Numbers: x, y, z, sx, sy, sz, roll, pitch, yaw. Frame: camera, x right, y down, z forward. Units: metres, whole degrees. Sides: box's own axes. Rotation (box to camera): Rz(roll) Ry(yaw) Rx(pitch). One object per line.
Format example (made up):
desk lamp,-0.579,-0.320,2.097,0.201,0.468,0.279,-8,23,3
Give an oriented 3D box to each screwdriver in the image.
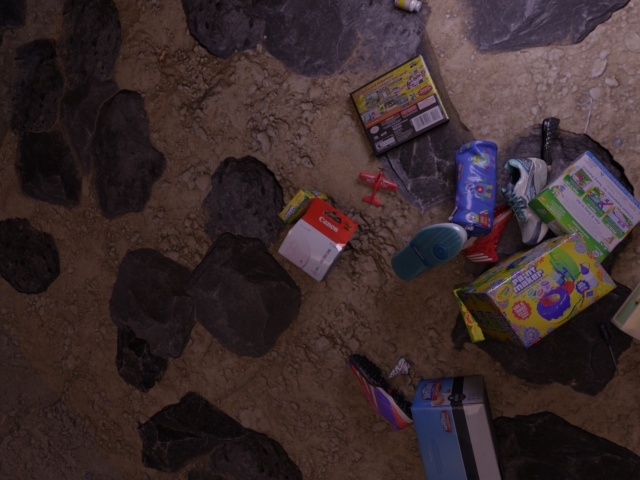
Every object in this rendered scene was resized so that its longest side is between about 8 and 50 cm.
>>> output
screwdriver,0.902,0.337,1.286,0.025,0.024,0.169,-25,92,-8

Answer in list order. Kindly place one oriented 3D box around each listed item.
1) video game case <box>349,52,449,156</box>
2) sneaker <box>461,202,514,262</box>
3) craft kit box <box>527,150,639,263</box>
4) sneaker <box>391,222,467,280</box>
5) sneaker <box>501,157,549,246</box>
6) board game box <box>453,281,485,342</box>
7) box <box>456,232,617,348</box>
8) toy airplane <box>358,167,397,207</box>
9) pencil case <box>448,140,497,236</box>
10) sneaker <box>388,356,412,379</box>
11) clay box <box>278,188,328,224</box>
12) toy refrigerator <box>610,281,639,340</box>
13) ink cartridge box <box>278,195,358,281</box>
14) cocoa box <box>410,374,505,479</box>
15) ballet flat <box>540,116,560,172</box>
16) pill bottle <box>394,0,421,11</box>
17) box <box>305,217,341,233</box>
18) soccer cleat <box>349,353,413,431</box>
video game case,0.270,-0.464,1.441,0.275,0.035,0.248,-23,87,22
sneaker,0.565,-0.013,1.363,0.221,0.087,0.128,-39,102,14
craft kit box,0.775,-0.093,1.203,0.247,0.061,0.250,-38,83,-17
sneaker,0.382,0.007,1.328,0.127,0.208,0.319,61,147,7
sneaker,0.612,-0.119,1.269,0.122,0.110,0.283,6,75,-11
board game box,0.498,0.238,1.387,0.043,0.092,0.181,-21,87,22
box,0.595,0.142,1.196,0.290,0.279,0.177,-33,83,-2
toy airplane,0.202,-0.189,1.494,0.151,0.028,0.151,2,95,22
pencil case,0.477,-0.162,1.299,0.133,0.119,0.306,9,77,-2
sneaker,0.296,0.484,1.512,0.069,0.038,0.098,36,106,15
clay box,-0.064,-0.122,1.495,0.053,0.222,0.127,46,107,11
toy refrigerator,0.971,0.157,1.198,0.094,0.102,0.269,32,105,15
ink cartridge box,-0.012,-0.005,1.409,0.189,0.066,0.232,35,110,16
cocoa box,0.455,0.658,1.365,0.228,0.231,0.347,-13,90,22
ballet flat,0.710,-0.293,1.279,0.049,0.057,0.173,2,96,15
pill bottle,0.295,-0.800,1.397,0.083,0.043,0.043,29,104,15
box,0.000,0.000,1.518,0.093,0.156,0.158,13,99,20
soccer cleat,0.205,0.559,1.521,0.318,0.109,0.116,45,112,9
